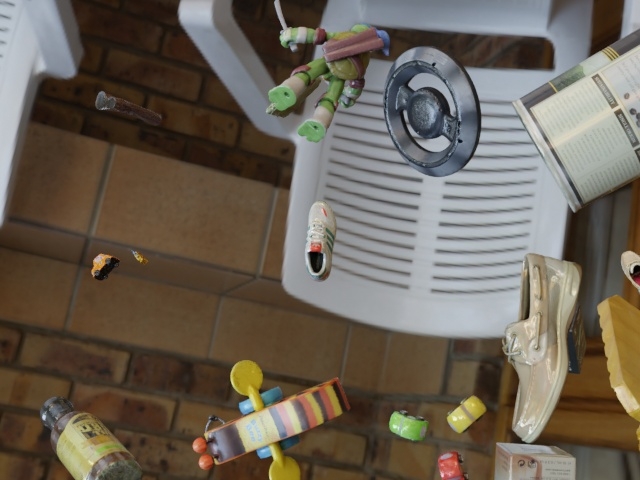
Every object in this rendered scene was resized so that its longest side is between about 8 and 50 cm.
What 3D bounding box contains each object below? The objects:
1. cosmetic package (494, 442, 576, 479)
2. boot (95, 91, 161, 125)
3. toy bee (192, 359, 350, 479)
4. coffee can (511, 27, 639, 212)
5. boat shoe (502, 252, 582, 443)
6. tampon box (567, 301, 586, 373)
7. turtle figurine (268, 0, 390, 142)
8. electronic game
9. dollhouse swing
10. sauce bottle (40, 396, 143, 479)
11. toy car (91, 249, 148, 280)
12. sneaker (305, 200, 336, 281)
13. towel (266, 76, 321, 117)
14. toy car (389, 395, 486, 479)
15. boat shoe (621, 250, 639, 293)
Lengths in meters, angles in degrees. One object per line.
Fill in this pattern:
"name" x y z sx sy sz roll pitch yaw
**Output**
"cosmetic package" 0.402 0.547 1.543 0.129 0.296 0.153 3 173 1
"boot" -0.385 -0.263 1.629 0.114 0.037 0.106 13 -170 -41
"toy bee" -0.104 0.303 1.234 0.195 0.298 0.162 48 -152 17
"coffee can" 0.460 -0.195 1.223 0.275 0.201 0.201 -30 153 15
"boat shoe" 0.330 0.162 1.264 0.098 0.302 0.109 17 159 2
"tampon box" 0.653 0.261 2.195 0.102 0.120 0.161 0 127 29
"turtle figurine" -0.010 -0.331 1.643 0.275 0.266 0.197 15 144 26
"electronic game" 0.190 -0.222 1.407 0.048 0.229 0.229 -20 -174 -33
"dollhouse swing" 0.625 0.339 1.610 0.305 0.346 0.315 20 130 -7
"sauce bottle" -0.483 0.418 1.651 0.111 0.111 0.344 23 180 -43
"toy car" -0.407 0.047 1.613 0.040 0.060 0.122 43 -162 23
"sneaker" 0.000 0.000 1.587 0.057 0.161 0.075 4 177 5
"towel" -0.066 -0.367 2.057 0.148 0.027 0.110 -42 169 21
"toy car" 0.269 0.473 1.959 0.225 0.238 0.053 14 179 21
"boat shoe" 0.790 0.076 2.003 0.063 0.170 0.059 -29 127 13
